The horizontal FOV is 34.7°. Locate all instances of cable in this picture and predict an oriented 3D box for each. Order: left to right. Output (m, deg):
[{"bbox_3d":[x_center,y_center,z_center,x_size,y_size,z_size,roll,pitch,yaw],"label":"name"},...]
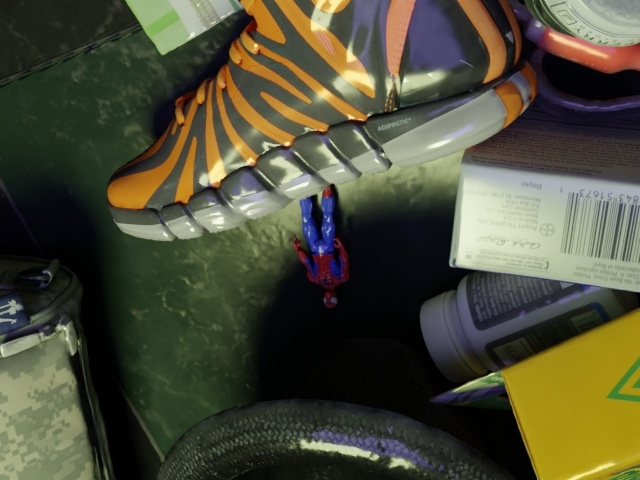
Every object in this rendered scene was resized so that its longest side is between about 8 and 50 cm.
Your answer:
[{"bbox_3d":[0.234,-0.103,0.582,0.287,0.072,0.139,29,95,15],"label":"cable"}]

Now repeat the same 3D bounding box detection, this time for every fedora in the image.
[{"bbox_3d":[0.039,0.189,0.771,0.334,0.152,0.334,9,133,10],"label":"fedora"}]

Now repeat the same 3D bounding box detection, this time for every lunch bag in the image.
[{"bbox_3d":[-0.300,0.160,0.840,0.256,0.212,0.305,-5,118,0],"label":"lunch bag"}]

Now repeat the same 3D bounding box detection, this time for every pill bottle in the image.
[{"bbox_3d":[0.144,0.048,0.717,0.137,0.078,0.078,-24,109,26],"label":"pill bottle"}]

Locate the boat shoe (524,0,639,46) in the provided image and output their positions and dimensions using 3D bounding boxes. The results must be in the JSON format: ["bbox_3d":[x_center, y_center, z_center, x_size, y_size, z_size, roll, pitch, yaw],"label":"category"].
[{"bbox_3d":[0.154,-0.265,0.507,0.121,0.119,0.335,13,96,-15],"label":"boat shoe"}]

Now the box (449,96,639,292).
[{"bbox_3d":[0.152,-0.035,0.633,0.126,0.137,0.072,8,119,12],"label":"box"}]

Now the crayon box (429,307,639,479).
[{"bbox_3d":[0.259,0.082,0.632,0.323,0.203,0.083,-29,64,28],"label":"crayon box"}]

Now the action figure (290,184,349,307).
[{"bbox_3d":[0.000,0.000,0.762,0.038,0.030,0.115,-4,119,12],"label":"action figure"}]

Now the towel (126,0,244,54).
[{"bbox_3d":[-0.077,-0.203,0.678,0.152,0.023,0.113,-23,108,28],"label":"towel"}]

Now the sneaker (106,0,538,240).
[{"bbox_3d":[-0.036,-0.119,0.647,0.321,0.124,0.180,-18,109,30],"label":"sneaker"}]
